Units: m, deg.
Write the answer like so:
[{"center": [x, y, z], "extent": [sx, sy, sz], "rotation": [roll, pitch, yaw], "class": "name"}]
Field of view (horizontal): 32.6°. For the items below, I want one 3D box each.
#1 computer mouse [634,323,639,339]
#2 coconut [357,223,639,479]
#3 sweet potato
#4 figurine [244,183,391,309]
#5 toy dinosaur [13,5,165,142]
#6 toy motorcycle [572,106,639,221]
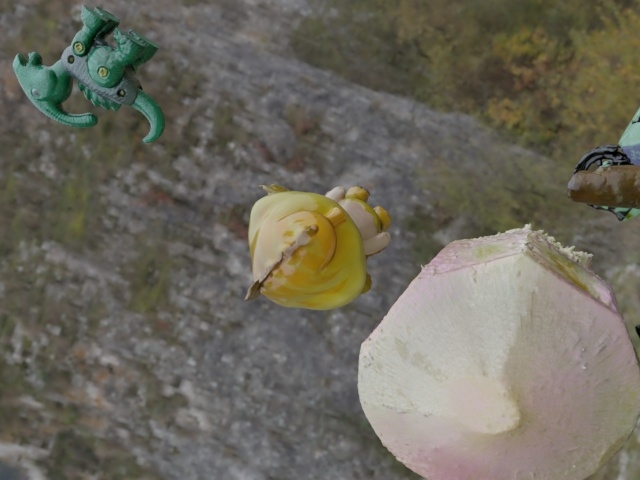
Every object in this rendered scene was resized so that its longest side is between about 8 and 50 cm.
[{"center": [0.301, 0.083, 0.875], "extent": [0.057, 0.099, 0.172], "rotation": [-56, -14, -16], "class": "computer mouse"}, {"center": [0.154, 0.100, 0.935], "extent": [0.245, 0.233, 0.233], "rotation": [-38, -28, -77], "class": "coconut"}, {"center": [0.401, -0.052, 1.025], "extent": [0.079, 0.346, 0.108], "rotation": [93, 159, -50], "class": "sweet potato"}, {"center": [0.000, 0.000, 1.152], "extent": [0.131, 0.156, 0.246], "rotation": [-50, -12, 27], "class": "figurine"}, {"center": [-0.177, -0.128, 0.874], "extent": [0.096, 0.132, 0.059], "rotation": [-54, -2, 13], "class": "toy dinosaur"}, {"center": [0.473, -0.126, 1.371], "extent": [0.331, 0.196, 0.125], "rotation": [-53, 4, 40], "class": "toy motorcycle"}]
